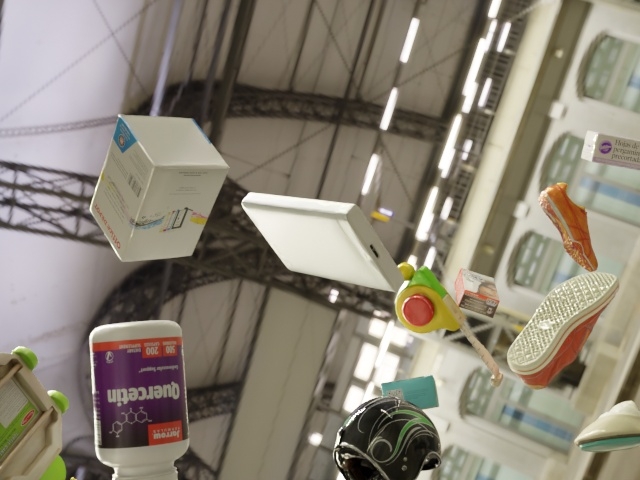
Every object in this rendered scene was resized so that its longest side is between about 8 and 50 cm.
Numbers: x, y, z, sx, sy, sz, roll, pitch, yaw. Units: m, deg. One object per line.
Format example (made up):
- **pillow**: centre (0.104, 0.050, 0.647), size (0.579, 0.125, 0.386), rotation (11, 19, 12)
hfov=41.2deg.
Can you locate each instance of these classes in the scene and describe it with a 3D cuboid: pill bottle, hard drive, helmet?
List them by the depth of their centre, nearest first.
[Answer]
- **helmet**: centre (0.119, 0.348, 1.449), size (0.161, 0.169, 0.169), rotation (-40, -31, -35)
- **hard drive**: centre (0.000, 0.000, 1.633), size (0.040, 0.308, 0.203), rotation (-51, -55, -24)
- **pill bottle**: centre (-0.354, 0.323, 1.675), size (0.181, 0.182, 0.322), rotation (18, -114, -73)

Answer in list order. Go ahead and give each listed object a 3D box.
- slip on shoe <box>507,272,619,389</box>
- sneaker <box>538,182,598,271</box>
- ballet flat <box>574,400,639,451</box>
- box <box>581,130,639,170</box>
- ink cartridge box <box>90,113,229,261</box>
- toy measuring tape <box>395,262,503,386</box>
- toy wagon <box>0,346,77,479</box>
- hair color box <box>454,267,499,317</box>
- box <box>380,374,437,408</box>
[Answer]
- **slip on shoe**: centre (0.518, 0.184, 1.797), size (0.331, 0.123, 0.101), rotation (-43, -57, -24)
- **sneaker**: centre (0.462, -0.024, 1.534), size (0.067, 0.175, 0.064), rotation (-29, 6, -8)
- **ballet flat**: centre (0.508, 0.293, 1.341), size (0.086, 0.249, 0.086), rotation (-174, 90, -74)
- **box**: centre (0.724, -0.174, 1.811), size (0.067, 0.324, 0.063), rotation (-106, 26, -78)
- **ink cartridge box**: centre (-0.321, -0.101, 1.672), size (0.168, 0.171, 0.232), rotation (-4, -46, -41)
- **toy measuring tape**: centre (0.257, 0.193, 1.837), size (0.121, 0.330, 0.121), rotation (-35, -3, -2)
- **toy wagon**: centre (-0.606, 0.389, 1.681), size (0.344, 0.068, 0.267), rotation (62, -149, -21)
- **hair color box**: centre (0.392, 0.130, 2.139), size (0.167, 0.093, 0.053), rotation (-73, 1, -71)
- **box**: centre (0.183, 0.310, 1.697), size (0.244, 0.101, 0.060), rotation (51, -151, -75)
